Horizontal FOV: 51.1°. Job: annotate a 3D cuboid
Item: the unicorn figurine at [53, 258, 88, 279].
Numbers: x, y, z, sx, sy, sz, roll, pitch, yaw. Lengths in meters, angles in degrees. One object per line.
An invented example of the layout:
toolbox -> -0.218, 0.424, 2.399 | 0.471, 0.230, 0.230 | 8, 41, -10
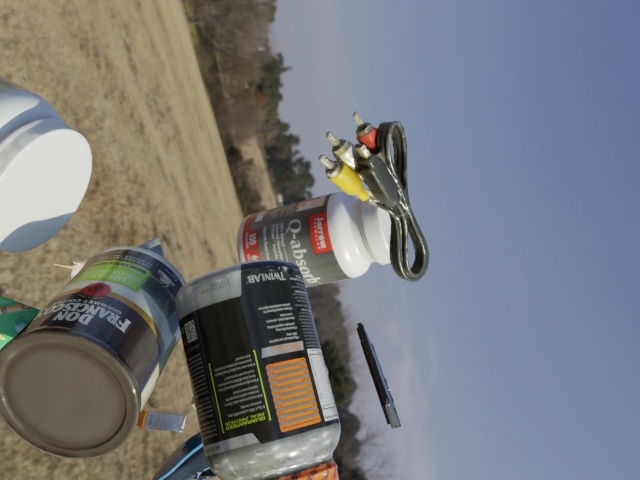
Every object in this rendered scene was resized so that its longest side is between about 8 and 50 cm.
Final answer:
unicorn figurine -> -0.432, 0.093, 1.321 | 0.060, 0.161, 0.111 | -86, 179, -74

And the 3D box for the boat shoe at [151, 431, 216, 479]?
boat shoe -> -0.233, 0.437, 1.310 | 0.089, 0.258, 0.109 | 46, 27, -12

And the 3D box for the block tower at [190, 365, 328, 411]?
block tower -> -0.152, 0.367, 1.680 | 0.091, 0.335, 0.097 | -89, 159, -52

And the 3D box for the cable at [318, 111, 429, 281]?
cable -> 0.101, -0.068, 1.025 | 0.072, 0.139, 0.287 | 14, -34, 43

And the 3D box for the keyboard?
keyboard -> 0.098, 0.235, 1.146 | 0.180, 0.023, 0.108 | -107, 173, -49

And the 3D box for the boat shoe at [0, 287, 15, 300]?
boat shoe -> -0.703, 0.128, 1.353 | 0.110, 0.122, 0.341 | 37, -30, -7

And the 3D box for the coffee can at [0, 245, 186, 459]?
coffee can -> -0.324, 0.153, 0.997 | 0.275, 0.201, 0.202 | -78, 156, -67

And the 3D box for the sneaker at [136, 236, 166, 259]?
sneaker -> -0.326, 0.071, 1.248 | 0.118, 0.083, 0.222 | 61, 14, -7

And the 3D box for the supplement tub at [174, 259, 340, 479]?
supplement tub -> -0.085, 0.201, 0.950 | 0.193, 0.193, 0.316 | 87, -11, -75

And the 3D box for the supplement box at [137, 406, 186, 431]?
supplement box -> -0.341, 0.373, 1.401 | 0.062, 0.098, 0.036 | 3, -104, 47

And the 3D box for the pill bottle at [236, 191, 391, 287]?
pill bottle -> 0.000, 0.000, 1.614 | 0.210, 0.362, 0.210 | -14, 90, -68

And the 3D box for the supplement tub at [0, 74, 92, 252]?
supplement tub -> -0.531, -0.144, 0.986 | 0.324, 0.235, 0.235 | 29, -20, 12

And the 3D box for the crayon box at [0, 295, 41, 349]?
crayon box -> -0.585, 0.108, 1.076 | 0.165, 0.278, 0.081 | -9, -121, 61
